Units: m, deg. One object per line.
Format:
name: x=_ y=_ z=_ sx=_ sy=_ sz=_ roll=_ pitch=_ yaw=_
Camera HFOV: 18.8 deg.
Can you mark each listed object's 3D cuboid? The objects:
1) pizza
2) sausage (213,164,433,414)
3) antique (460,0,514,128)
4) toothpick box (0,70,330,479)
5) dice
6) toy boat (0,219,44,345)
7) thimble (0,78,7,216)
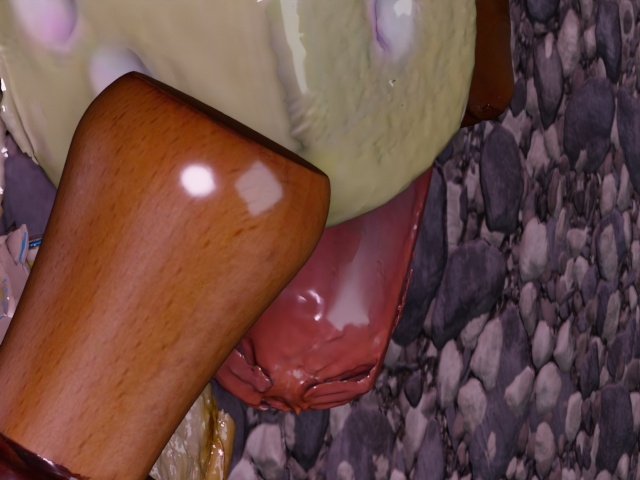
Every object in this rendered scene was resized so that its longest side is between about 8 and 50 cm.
pizza: x=-0.124 y=0.133 z=1.398 sx=0.181 sy=0.034 sz=0.262 roll=-31 pitch=117 yaw=-53
sausage: x=0.000 y=0.000 z=1.489 sx=0.152 sy=0.152 sz=0.279 roll=43 pitch=53 yaw=-50
antique: x=0.076 y=-0.226 z=1.588 sx=0.223 sy=0.129 sz=0.278 roll=-9 pitch=86 yaw=-66
toothpick box: x=-0.119 y=0.062 z=1.110 sx=0.192 sy=0.192 sz=0.294 roll=23 pitch=98 yaw=-57
dice: x=-0.056 y=-0.152 z=1.292 sx=0.254 sy=0.250 sz=0.252 roll=-43 pitch=126 yaw=-49
toy boat: x=-0.195 y=0.094 z=1.236 sx=0.084 sy=0.066 sz=0.210 roll=-11 pitch=91 yaw=-58
thimble: x=-0.301 y=-0.029 z=0.993 sx=0.271 sy=0.150 sz=0.270 roll=-2 pitch=93 yaw=-58
